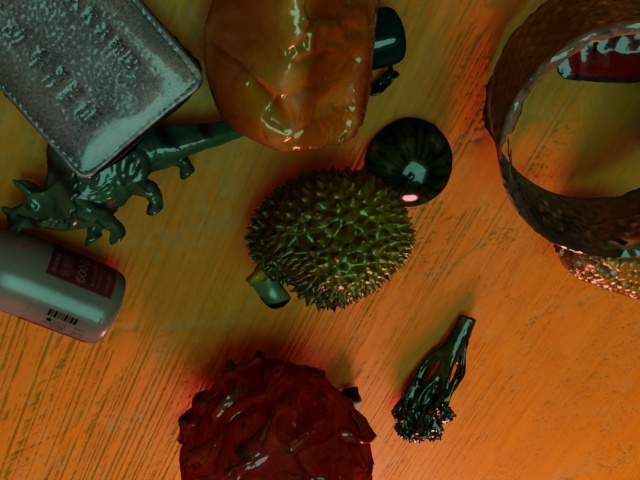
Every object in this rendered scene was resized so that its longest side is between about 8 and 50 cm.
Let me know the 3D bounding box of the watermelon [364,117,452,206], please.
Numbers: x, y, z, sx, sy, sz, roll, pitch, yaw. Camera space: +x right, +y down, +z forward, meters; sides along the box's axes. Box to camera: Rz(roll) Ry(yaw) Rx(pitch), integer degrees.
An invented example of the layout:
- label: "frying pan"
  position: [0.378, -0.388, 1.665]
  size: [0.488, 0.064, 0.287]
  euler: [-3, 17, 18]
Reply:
- label: "watermelon"
  position: [0.105, -0.084, 0.924]
  size: [0.105, 0.062, 0.106]
  euler: [-3, 113, -8]

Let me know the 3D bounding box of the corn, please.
- label: "corn"
  position: [0.434, 0.030, 1.041]
  size: [0.317, 0.115, 0.115]
  euler: [15, 116, -22]

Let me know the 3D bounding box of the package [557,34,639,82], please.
- label: "package"
  position: [0.412, -0.259, 0.886]
  size: [0.269, 0.071, 0.194]
  euler: [-2, 121, -12]

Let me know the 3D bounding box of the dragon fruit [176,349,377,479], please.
- label: "dragon fruit"
  position: [-0.057, 0.263, 0.994]
  size: [0.252, 0.241, 0.241]
  euler: [13, 118, 0]

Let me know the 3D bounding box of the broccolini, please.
- label: "broccolini"
  position: [0.160, 0.196, 1.106]
  size: [0.091, 0.068, 0.203]
  euler: [18, 116, -1]

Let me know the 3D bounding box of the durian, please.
- label: "durian"
  position: [0.007, -0.012, 0.890]
  size: [0.159, 0.198, 0.146]
  euler: [-50, 129, -34]

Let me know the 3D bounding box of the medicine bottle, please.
- label: "medicine bottle"
  position: [-0.327, 0.036, 0.877]
  size: [0.216, 0.090, 0.090]
  euler: [27, 111, -25]

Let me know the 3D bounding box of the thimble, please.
- label: "thimble"
  position: [0.311, -0.124, 0.856]
  size: [0.270, 0.150, 0.271]
  euler: [3, 122, 6]

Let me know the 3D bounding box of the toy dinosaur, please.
- label: "toy dinosaur"
  position: [-0.191, -0.063, 0.850]
  size: [0.292, 0.079, 0.120]
  euler: [-12, 100, -4]

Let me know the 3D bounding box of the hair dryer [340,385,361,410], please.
- label: "hair dryer"
  position: [0.023, 0.316, 1.122]
  size: [0.073, 0.131, 0.236]
  euler: [13, 103, -17]

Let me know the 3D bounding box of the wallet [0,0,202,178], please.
- label: "wallet"
  position: [-0.235, -0.185, 0.764]
  size: [0.167, 0.036, 0.222]
  euler: [-38, 108, 4]

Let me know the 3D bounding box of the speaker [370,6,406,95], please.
- label: "speaker"
  position: [0.050, -0.200, 0.854]
  size: [0.075, 0.060, 0.094]
  euler: [-14, 158, -5]

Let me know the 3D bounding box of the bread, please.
- label: "bread"
  position: [-0.027, -0.235, 0.745]
  size: [0.132, 0.167, 0.294]
  euler: [-11, 124, -35]
